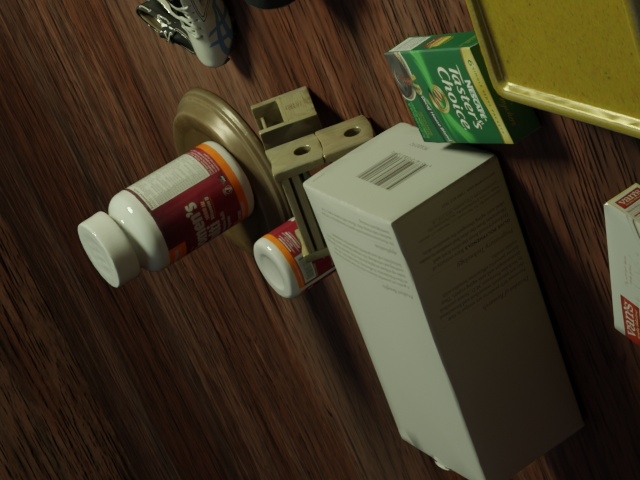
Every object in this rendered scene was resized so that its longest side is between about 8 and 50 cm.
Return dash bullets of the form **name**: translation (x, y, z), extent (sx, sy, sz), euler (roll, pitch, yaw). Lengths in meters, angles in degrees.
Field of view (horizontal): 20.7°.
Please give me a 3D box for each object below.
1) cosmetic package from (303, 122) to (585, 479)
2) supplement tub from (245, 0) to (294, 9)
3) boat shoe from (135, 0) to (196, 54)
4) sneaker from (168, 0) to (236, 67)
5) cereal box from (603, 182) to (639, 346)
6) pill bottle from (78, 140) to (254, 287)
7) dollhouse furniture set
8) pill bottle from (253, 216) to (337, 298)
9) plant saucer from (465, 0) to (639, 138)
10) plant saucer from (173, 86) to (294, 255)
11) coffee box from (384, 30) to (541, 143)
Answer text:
- **cosmetic package**: translation (0.139, 0.075, 1.958), extent (0.197, 0.155, 0.365), euler (27, 144, 55)
- **supplement tub**: translation (-0.066, -0.347, 1.885), extent (0.106, 0.106, 0.198), euler (39, 153, 39)
- **boat shoe**: translation (-0.203, -0.287, 2.369), extent (0.125, 0.038, 0.046), euler (46, 157, 27)
- **sneaker**: translation (-0.165, -0.306, 2.192), extent (0.085, 0.086, 0.237), euler (39, 154, 36)
- **cereal box**: translation (0.360, 0.072, 1.606), extent (0.240, 0.047, 0.173), euler (38, 152, 42)
- **pill bottle**: translation (-0.209, -0.033, 2.375), extent (0.121, 0.221, 0.121), euler (46, 157, 27)
- **dollhouse furniture set**: translation (0.008, -0.091, 2.101), extent (0.184, 0.129, 0.129), euler (-110, 0, -58)
- **pill bottle**: translation (0.000, 0.000, 2.163), extent (0.086, 0.152, 0.086), euler (47, 157, 27)
- **plant saucer**: translation (0.213, -0.220, 1.476), extent (0.332, 0.081, 0.333), euler (26, 143, 55)
- **plant saucer**: translation (-0.128, -0.087, 2.488), extent (0.278, 0.041, 0.278), euler (46, 156, 28)
- **coffee box**: translation (0.141, -0.155, 1.783), extent (0.184, 0.040, 0.113), euler (10, 129, 63)
